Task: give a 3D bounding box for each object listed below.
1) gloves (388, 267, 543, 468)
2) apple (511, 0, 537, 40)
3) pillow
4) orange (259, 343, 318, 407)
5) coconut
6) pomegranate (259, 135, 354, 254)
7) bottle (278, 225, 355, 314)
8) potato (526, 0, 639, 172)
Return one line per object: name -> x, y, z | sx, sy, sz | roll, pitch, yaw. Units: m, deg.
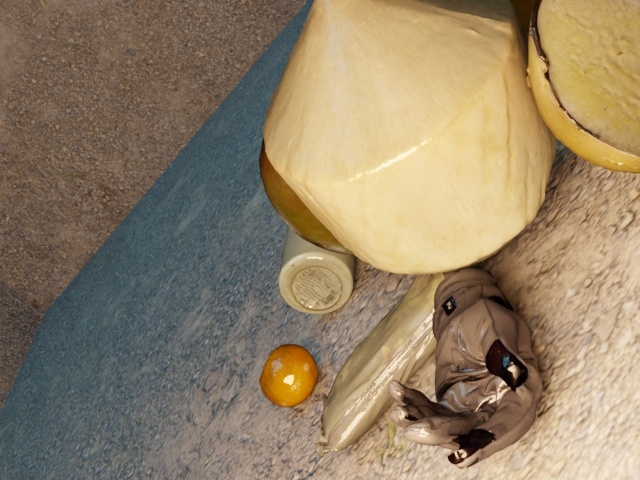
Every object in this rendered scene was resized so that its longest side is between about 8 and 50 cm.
gloves -> 0.139, 0.111, 0.994 | 0.142, 0.119, 0.285 | -57, -1, 29
apple -> 0.243, -0.355, 1.528 | 0.254, 0.179, 0.346 | -46, 21, 15
pillow -> 0.083, 0.119, 1.222 | 0.255, 0.059, 0.169 | -52, 13, 8
orange -> -0.039, 0.172, 1.424 | 0.083, 0.070, 0.083 | -63, 4, 8
coconut -> 0.084, -0.128, 1.118 | 0.329, 0.329, 0.328 | -47, 17, 20
pomegranate -> 0.091, -0.112, 1.423 | 0.291, 0.324, 0.290 | 13, -90, -85
bottle -> 0.000, 0.000, 1.606 | 0.104, 0.104, 0.245 | -45, 19, 25
potato -> 0.265, -0.133, 1.032 | 0.117, 0.202, 0.182 | 122, 168, -63
